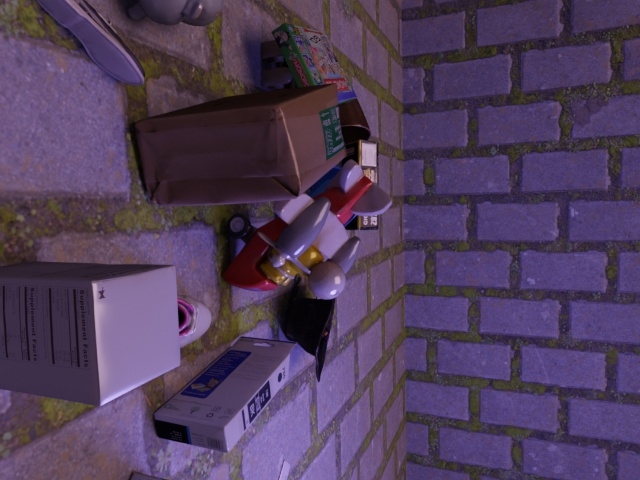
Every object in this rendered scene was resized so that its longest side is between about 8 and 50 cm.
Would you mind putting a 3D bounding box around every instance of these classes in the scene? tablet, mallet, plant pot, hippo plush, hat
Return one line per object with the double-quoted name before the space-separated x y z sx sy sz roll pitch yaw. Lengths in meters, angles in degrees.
"tablet" -0.110 0.712 1.429 0.054 0.006 0.083 66 32 -46
"mallet" -0.066 0.107 1.496 0.062 0.039 0.190 67 35 -47
"plant pot" 0.040 -0.432 1.563 0.215 0.215 0.231 21 57 -67
"hippo plush" -0.229 -0.497 0.806 0.294 0.234 0.237 -35 122 -64
"hat" -0.034 0.252 1.431 0.331 0.133 0.332 11 90 -85

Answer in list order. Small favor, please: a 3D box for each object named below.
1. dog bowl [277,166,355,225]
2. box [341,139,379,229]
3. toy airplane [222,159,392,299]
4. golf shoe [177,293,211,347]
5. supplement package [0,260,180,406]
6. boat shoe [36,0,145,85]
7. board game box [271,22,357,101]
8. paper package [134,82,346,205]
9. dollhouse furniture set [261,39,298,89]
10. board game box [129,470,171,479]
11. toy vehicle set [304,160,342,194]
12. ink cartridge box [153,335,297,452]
"dog bowl" 0.003 -0.078 1.342 0.166 0.297 0.074 51 24 12
"box" 0.067 -0.159 1.487 0.079 0.322 0.258 -2 93 -27
"toy airplane" 0.000 0.000 1.101 0.385 0.384 0.273 -10 64 -35
"golf shoe" -0.268 0.149 0.848 0.306 0.140 0.116 21 69 -68
"supplement package" -0.315 0.101 0.585 0.139 0.243 0.134 -12 102 -67
"boat shoe" -0.342 -0.331 0.739 0.206 0.075 0.065 49 49 -53
"board game box" -0.004 -0.471 1.301 0.214 0.046 0.317 62 26 -8
"paper package" -0.134 -0.196 0.946 0.325 0.309 0.168 -50 136 -60
"dollhouse furniture set" -0.047 -0.435 1.359 0.212 0.160 0.243 -10 100 -68
"board game box" -0.256 0.561 0.748 0.064 0.242 0.317 64 34 -48
"toy vehicle set" -0.014 -0.130 1.438 0.035 0.165 0.267 3 88 -54
"ink cartridge box" -0.183 0.314 1.026 0.332 0.165 0.065 -37 124 -62
